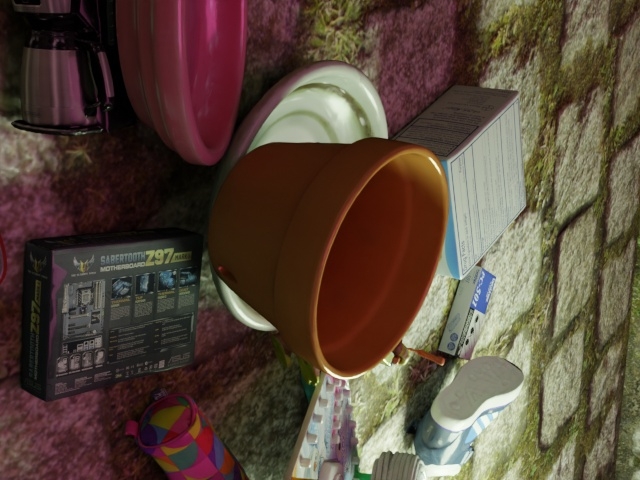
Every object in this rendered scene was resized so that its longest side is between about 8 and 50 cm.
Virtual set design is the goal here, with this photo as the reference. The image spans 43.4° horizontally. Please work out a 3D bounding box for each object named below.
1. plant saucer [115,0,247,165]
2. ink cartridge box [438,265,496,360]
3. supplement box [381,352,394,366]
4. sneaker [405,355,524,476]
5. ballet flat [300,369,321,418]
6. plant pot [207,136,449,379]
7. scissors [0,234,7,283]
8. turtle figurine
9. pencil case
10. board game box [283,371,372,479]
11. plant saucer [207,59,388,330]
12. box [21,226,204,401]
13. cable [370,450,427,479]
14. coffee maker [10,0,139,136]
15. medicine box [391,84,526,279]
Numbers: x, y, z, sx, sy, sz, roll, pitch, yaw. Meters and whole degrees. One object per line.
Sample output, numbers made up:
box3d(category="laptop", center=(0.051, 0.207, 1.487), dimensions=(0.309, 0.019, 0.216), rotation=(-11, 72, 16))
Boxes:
box3d(category="plant saucer", center=(-0.151, -0.252, 0.906), dimensions=(0.332, 0.084, 0.332), rotation=(3, 90, -85))
box3d(category="ink cartridge box", center=(0.337, 0.165, 1.837), dimensions=(0.097, 0.046, 0.207), rotation=(26, 80, -55))
box3d(category="supplement box", center=(0.092, 0.183, 1.482), dimensions=(0.083, 0.083, 0.056), rotation=(45, 66, -49))
box3d(category="sneaker", center=(0.321, 0.414, 1.831), dimensions=(0.323, 0.130, 0.236), rotation=(-22, 138, -46))
box3d(category="ballet flat", center=(0.008, 0.295, 1.423), dimensions=(0.074, 0.074, 0.203), rotation=(-28, 119, -46))
box3d(category="plant pot", center=(0.000, 0.000, 0.997), dimensions=(0.291, 0.203, 0.291), rotation=(-33, 133, -44))
box3d(category="scissors", center=(-0.394, -0.067, 0.801), dimensions=(0.109, 0.021, 0.297), rotation=(-32, 125, -41))
box3d(category="turtle figurine", center=(0.047, 0.143, 1.274), dimensions=(0.217, 0.269, 0.087), rotation=(-28, 139, -32))
box3d(category="pencil case", center=(-0.181, 0.315, 1.155), dimensions=(0.104, 0.104, 0.236), rotation=(-52, 136, -29))
box3d(category="board game box", center=(0.028, 0.415, 1.284), dimensions=(0.390, 0.050, 0.390), rotation=(-66, 152, -56))
box3d(category="plant saucer", center=(-0.046, -0.070, 1.175), dimensions=(0.400, 0.100, 0.400), rotation=(-33, 133, -44))
box3d(category="box", center=(-0.253, 0.083, 1.004), dimensions=(0.233, 0.059, 0.183), rotation=(-9, 109, -51))
box3d(category="cable", center=(0.136, 0.506, 1.424), dimensions=(0.257, 0.089, 0.257), rotation=(-53, 141, -66))
box3d(category="coffee maker", center=(-0.258, -0.213, 0.868), dimensions=(0.171, 0.120, 0.178), rotation=(-67, 161, -72))
box3d(category="medicine box", center=(0.266, -0.119, 1.555), dimensions=(0.289, 0.149, 0.263), rotation=(-41, 132, -37))
